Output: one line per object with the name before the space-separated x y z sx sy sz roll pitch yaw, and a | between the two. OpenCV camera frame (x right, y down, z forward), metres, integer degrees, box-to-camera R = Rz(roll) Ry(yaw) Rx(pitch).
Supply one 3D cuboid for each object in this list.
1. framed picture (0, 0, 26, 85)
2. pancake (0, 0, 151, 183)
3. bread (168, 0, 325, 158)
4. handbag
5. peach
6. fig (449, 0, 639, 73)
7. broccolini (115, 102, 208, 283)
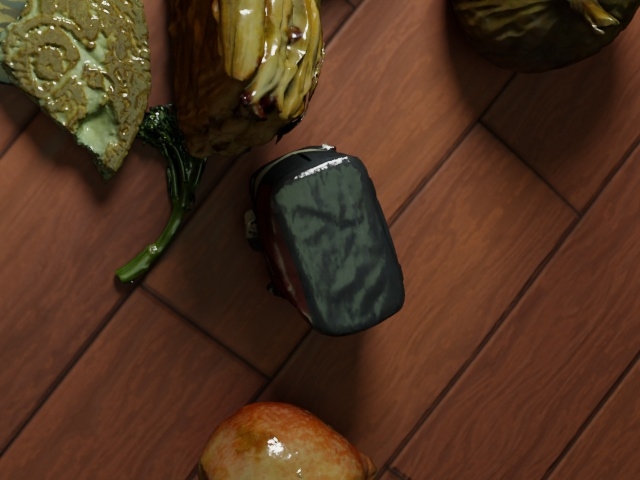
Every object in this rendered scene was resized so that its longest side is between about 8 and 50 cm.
framed picture | -0.439 -0.333 1.247 0.338 0.014 0.255 7 99 -18
pancake | -0.321 -0.254 1.270 0.197 0.054 0.377 -11 103 -16
bread | -0.084 -0.279 1.218 0.167 0.277 0.325 -3 84 -22
handbag | 0.000 0.000 1.359 0.181 0.181 0.255 -24 105 -10
peach | -0.041 0.344 1.400 0.256 0.232 0.233 -11 104 -24
fig | 0.326 -0.337 1.288 0.286 0.369 0.286 -5 118 -10
broccolini | -0.232 -0.069 1.348 0.123 0.062 0.272 26 95 -10
